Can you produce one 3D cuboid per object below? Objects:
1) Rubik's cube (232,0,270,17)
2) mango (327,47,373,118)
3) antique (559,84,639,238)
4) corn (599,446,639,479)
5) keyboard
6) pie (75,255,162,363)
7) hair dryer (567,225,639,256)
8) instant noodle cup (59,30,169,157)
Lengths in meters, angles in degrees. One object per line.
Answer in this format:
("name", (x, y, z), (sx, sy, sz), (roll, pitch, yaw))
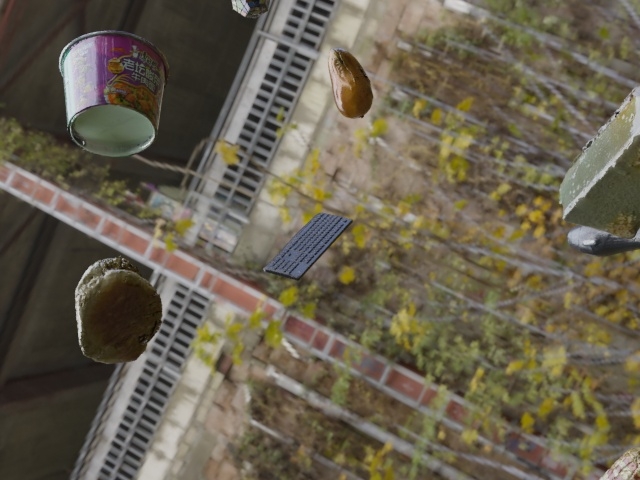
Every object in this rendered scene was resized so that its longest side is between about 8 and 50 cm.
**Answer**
("Rubik's cube", (-0.181, -0.636, 2.341), (0.111, 0.093, 0.111), (2, -90, -83))
("mango", (0.065, -0.338, 1.934), (0.105, 0.084, 0.159), (93, 167, -78))
("antique", (0.532, -0.139, 1.533), (0.284, 0.150, 0.125), (107, 175, -52))
("corn", (0.407, 0.390, 1.291), (0.237, 0.079, 0.079), (-61, -16, 19))
("keyboard", (0.001, -0.012, 2.074), (0.381, 0.103, 0.041), (-41, -41, -54))
("pie", (-0.327, 0.120, 1.441), (0.163, 0.079, 0.193), (-61, -33, -19))
("hair dryer", (0.666, -0.093, 2.074), (0.091, 0.235, 0.271), (-20, -79, -36))
("instant noodle cup", (-0.465, -0.316, 2.014), (0.251, 0.251, 0.190), (83, -179, -60))
